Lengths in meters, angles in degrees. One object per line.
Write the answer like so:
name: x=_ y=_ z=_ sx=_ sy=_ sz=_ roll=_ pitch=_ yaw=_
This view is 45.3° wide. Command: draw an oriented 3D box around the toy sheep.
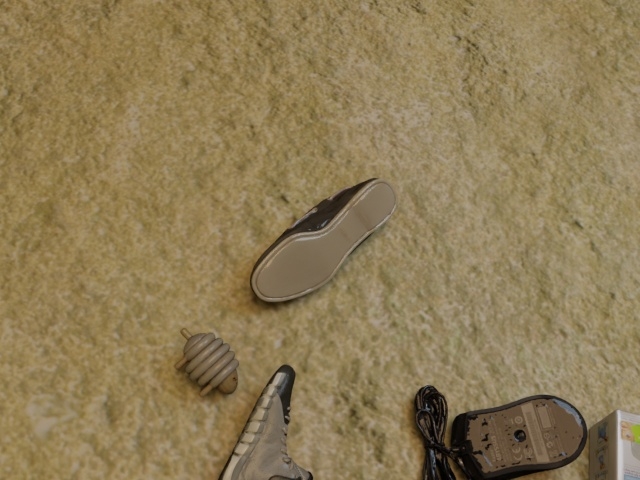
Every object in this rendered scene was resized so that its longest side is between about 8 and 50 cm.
toy sheep: x=-0.183 y=0.195 z=1.240 sx=0.132 sy=0.091 sz=0.091 roll=48 pitch=63 yaw=-2

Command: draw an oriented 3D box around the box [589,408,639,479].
box: x=0.502 y=0.392 z=1.223 sx=0.114 sy=0.103 sz=0.203 roll=14 pitch=59 yaw=0

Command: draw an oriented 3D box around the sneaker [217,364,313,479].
sneaker: x=-0.060 y=0.318 z=1.196 sx=0.132 sy=0.086 sz=0.229 roll=27 pitch=69 yaw=1

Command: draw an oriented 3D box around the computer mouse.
computer mouse: x=0.294 y=0.323 z=1.257 sx=0.272 sy=0.072 sz=0.188 roll=-6 pitch=62 yaw=1

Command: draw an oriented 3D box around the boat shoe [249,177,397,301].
boat shoe: x=0.000 y=0.000 z=1.392 sx=0.335 sy=0.095 sz=0.112 roll=-37 pitch=107 yaw=-22
